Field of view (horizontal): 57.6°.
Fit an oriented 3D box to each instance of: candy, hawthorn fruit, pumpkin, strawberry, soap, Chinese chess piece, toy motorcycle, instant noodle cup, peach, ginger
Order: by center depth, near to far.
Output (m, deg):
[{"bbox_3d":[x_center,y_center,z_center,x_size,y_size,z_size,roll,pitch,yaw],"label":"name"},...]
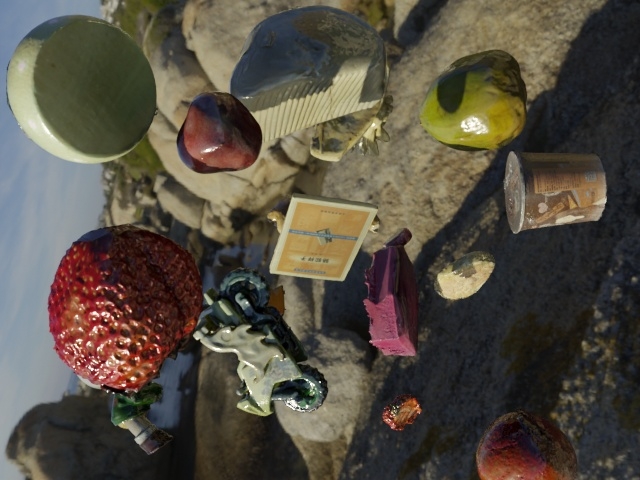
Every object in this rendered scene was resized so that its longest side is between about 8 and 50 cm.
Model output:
[{"bbox_3d":[-0.341,0.103,0.992,0.250,0.238,0.288,-68,-23,-45],"label":"strawberry"},{"bbox_3d":[-0.176,-0.175,1.002,0.152,0.152,0.152,-164,90,-70],"label":"peach"},{"bbox_3d":[-0.574,-0.364,1.421,0.146,0.349,0.349,12,85,39],"label":"Chinese chess piece"},{"bbox_3d":[-0.159,0.274,1.462,0.237,0.410,0.169,-27,7,11],"label":"toy motorcycle"},{"bbox_3d":[0.589,-0.130,1.475,0.217,0.207,0.218,-3,-90,-82],"label":"instant noodle cup"},{"bbox_3d":[0.012,-0.060,1.482,0.131,0.294,0.086,-101,17,-51],"label":"ginger"},{"bbox_3d":[0.220,0.462,1.580,0.048,0.152,0.104,25,87,38],"label":"strawberry"},{"bbox_3d":[0.627,0.669,1.760,0.316,0.316,0.316,-164,90,-70],"label":"hawthorn fruit"},{"bbox_3d":[-0.182,0.272,1.774,0.149,0.130,0.254,-19,75,49],"label":"pumpkin"},{"bbox_3d":[0.225,0.178,1.804,0.127,0.220,0.325,-10,54,21],"label":"soap"},{"bbox_3d":[0.258,0.000,1.934,0.103,0.043,0.103,-40,4,4],"label":"candy"}]

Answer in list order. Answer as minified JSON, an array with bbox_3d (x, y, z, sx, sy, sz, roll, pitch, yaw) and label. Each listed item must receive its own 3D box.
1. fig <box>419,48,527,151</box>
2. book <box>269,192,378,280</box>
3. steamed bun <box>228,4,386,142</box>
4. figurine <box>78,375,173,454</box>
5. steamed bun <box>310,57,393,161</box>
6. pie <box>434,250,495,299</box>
[{"bbox_3d":[0.499,-0.447,1.906,0.343,0.343,0.343,-164,90,-70],"label":"fig"},{"bbox_3d":[0.000,0.001,1.177,0.242,0.170,0.018,111,162,-48],"label":"book"},{"bbox_3d":[-0.045,-0.407,1.380,0.247,0.383,0.236,88,162,-69],"label":"steamed bun"},{"bbox_3d":[-0.474,0.333,1.397,0.370,0.167,0.281,59,161,6],"label":"figurine"},{"bbox_3d":[0.134,-0.428,1.939,0.189,0.247,0.428,93,-163,-80],"label":"steamed bun"},{"bbox_3d":[0.443,0.114,1.815,0.218,0.185,0.052,108,148,-49],"label":"pie"}]
